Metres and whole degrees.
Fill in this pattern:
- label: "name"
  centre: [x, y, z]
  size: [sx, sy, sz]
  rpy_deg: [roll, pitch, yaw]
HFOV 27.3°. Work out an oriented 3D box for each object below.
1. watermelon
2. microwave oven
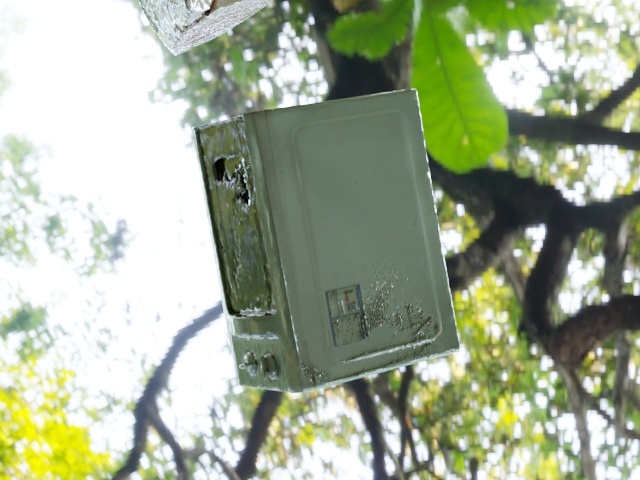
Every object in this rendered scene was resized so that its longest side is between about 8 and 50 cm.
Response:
- label: "watermelon"
  centre: [-0.164, -0.343, 1.592]
  size: [0.231, 0.310, 0.193]
  rpy_deg: [26, -140, 37]
- label: "microwave oven"
  centre: [0.000, 0.000, 1.457]
  size: [0.237, 0.295, 0.181]
  rpy_deg: [-12, -177, -30]
